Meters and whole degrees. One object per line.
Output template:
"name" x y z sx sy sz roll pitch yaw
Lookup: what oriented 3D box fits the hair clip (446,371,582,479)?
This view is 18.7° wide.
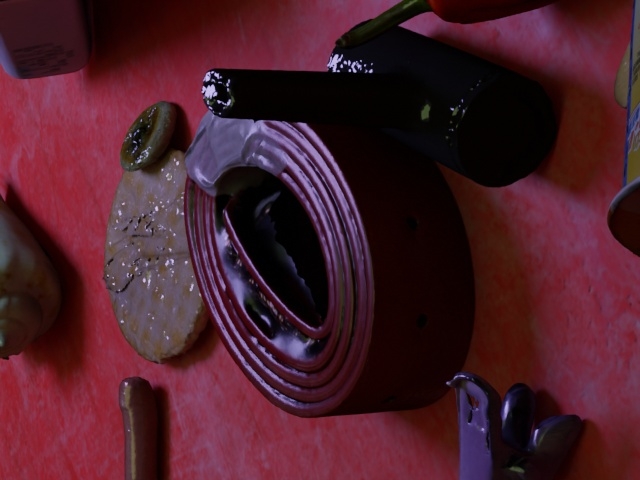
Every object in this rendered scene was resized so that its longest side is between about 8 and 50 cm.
"hair clip" 0.135 0.231 1.470 0.137 0.090 0.278 26 116 51

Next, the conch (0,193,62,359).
"conch" -0.365 0.042 2.142 0.137 0.143 0.250 -39 30 -2

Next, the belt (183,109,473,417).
"belt" 0.000 0.000 1.631 0.324 0.115 0.227 58 132 34

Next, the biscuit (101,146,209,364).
"biscuit" -0.158 0.014 1.920 0.220 0.033 0.220 -5 84 54

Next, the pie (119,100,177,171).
"pie" -0.173 -0.102 1.926 0.084 0.021 0.084 -37 33 29

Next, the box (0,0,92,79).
"box" -0.285 -0.284 1.887 0.370 0.112 0.190 134 126 -82

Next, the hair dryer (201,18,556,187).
"hair dryer" 0.023 -0.113 1.478 0.197 0.251 0.089 34 117 51

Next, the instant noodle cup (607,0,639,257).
"instant noodle cup" 0.297 -0.114 1.088 0.296 0.296 0.214 -25 61 52

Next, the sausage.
"sausage" -0.182 0.229 1.943 0.043 0.043 0.186 -2 88 55

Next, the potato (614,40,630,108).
"potato" 0.252 -0.124 1.317 0.103 0.066 0.096 -36 36 59

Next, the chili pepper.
"chili pepper" 0.167 -0.212 1.374 0.368 0.137 0.092 -15 102 49
